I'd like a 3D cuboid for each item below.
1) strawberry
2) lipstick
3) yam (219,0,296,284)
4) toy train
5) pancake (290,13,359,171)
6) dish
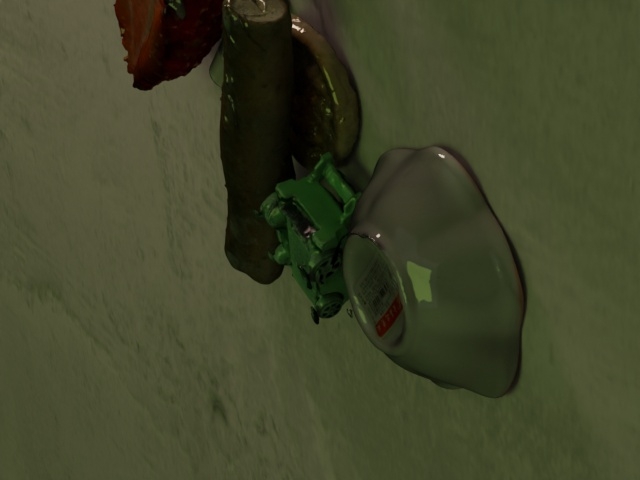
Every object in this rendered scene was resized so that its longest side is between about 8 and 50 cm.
[{"bbox_3d":[-0.134,-0.221,1.637,0.174,0.098,0.228,56,153,38],"label":"strawberry"},{"bbox_3d":[-0.069,-0.191,1.590,0.040,0.040,0.141,64,154,17],"label":"lipstick"},{"bbox_3d":[-0.057,-0.087,1.547,0.317,0.067,0.071,93,153,-43],"label":"yam"},{"bbox_3d":[0.000,0.000,1.536,0.099,0.081,0.149,52,167,31],"label":"toy train"},{"bbox_3d":[-0.013,-0.128,1.533,0.151,0.025,0.152,43,146,39],"label":"pancake"},{"bbox_3d":[0.072,0.035,1.404,0.229,0.081,0.229,42,141,46],"label":"dish"}]
